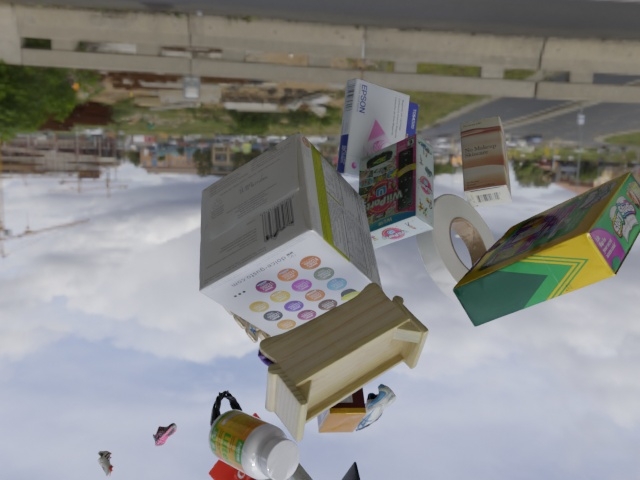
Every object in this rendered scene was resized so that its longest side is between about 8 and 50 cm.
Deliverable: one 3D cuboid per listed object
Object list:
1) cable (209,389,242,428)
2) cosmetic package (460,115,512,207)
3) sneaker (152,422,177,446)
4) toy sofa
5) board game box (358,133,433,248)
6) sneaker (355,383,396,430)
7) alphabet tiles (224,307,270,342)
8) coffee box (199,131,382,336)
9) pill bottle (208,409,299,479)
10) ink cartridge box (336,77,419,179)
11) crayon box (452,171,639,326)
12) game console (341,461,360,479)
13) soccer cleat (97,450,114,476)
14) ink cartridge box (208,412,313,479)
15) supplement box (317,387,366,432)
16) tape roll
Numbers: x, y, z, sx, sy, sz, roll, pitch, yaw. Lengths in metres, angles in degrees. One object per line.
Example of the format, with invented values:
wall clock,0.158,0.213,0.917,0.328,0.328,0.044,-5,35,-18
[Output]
cable,-0.343,0.649,2.394,0.150,0.184,0.047,33,130,-32
cosmetic package,0.586,-0.278,2.275,0.153,0.296,0.129,-10,149,21
sneaker,-0.554,0.674,2.256,0.047,0.119,0.057,15,-146,-52
toy sofa,0.043,0.255,1.397,0.362,0.150,0.177,-25,-127,-29
board game box,0.229,-0.149,1.965,0.224,0.303,0.097,-21,142,37
sneaker,0.190,0.616,2.354,0.086,0.237,0.085,47,-148,21
alphabet tiles,-0.240,0.186,1.948,0.021,0.284,0.278,-33,-159,12
coffee box,-0.081,0.002,1.671,0.337,0.338,0.334,-27,137,21
pill bottle,-0.168,0.527,1.634,0.136,0.136,0.245,-7,-174,-40
ink cartridge box,0.218,-0.356,2.197,0.330,0.324,0.071,8,177,-32
crayon box,0.493,0.015,1.343,0.313,0.106,0.363,-30,-177,43
game console,0.118,0.749,1.931,0.107,0.122,0.071,29,-143,6
soccer cleat,-0.543,0.562,1.611,0.035,0.029,0.083,23,-163,-31
ink cartridge box,-0.196,0.806,2.066,0.385,0.308,0.091,43,-164,25
supplement box,0.065,0.555,2.266,0.129,0.191,0.194,3,-126,-13
tape roll,0.466,0.030,2.122,0.072,0.392,0.392,-29,167,40
